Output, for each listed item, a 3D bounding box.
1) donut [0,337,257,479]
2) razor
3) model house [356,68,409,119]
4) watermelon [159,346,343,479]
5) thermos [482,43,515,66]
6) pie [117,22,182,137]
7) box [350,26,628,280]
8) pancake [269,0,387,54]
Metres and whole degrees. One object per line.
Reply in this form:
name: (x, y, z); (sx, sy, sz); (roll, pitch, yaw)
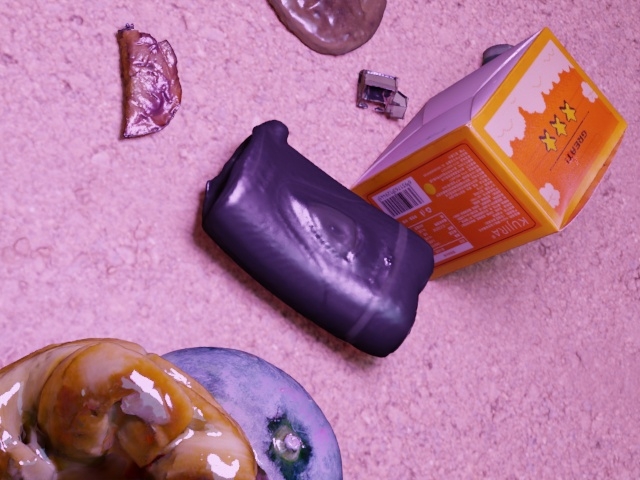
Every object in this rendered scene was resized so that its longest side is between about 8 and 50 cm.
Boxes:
donut: (-0.232, 0.283, 1.019); (0.361, 0.170, 0.360); (0, 89, -4)
razor: (0.000, 0.001, 1.364); (0.349, 0.113, 0.204); (37, 57, -15)
model house: (0.099, -0.233, 1.551); (0.083, 0.057, 0.058); (10, 41, -10)
watermelon: (-0.069, 0.224, 1.207); (0.322, 0.175, 0.188); (40, 58, -17)
thermos: (0.301, -0.234, 1.662); (0.083, 0.073, 0.187); (19, 65, -28)
pie: (-0.231, -0.216, 1.339); (0.092, 0.034, 0.169); (-1, 74, -29)
box: (0.249, -0.117, 1.460); (0.214, 0.284, 0.259); (50, 55, -11)
pancake: (0.012, -0.408, 1.550); (0.242, 0.050, 0.241); (11, 69, -30)
